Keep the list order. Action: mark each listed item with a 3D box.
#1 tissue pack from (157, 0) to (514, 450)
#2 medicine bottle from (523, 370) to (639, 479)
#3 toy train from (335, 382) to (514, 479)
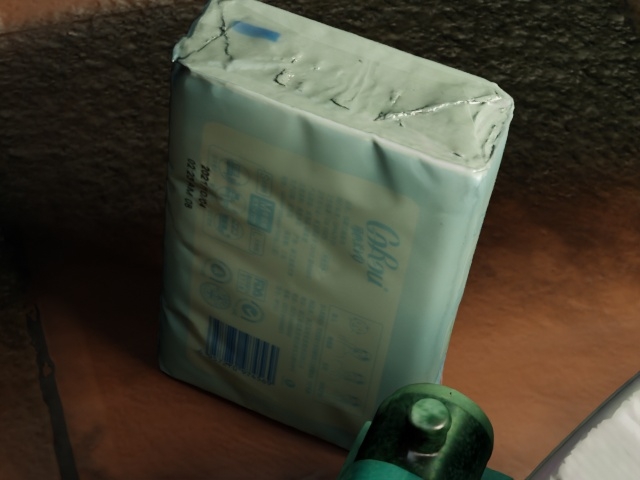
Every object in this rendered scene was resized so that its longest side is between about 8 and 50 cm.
[{"bbox_3d":[0.000,0.000,0.910,0.177,0.263,0.089,21,48,11],"label":"tissue pack"},{"bbox_3d":[0.252,0.233,0.723,0.395,0.242,0.242,44,58,14],"label":"medicine bottle"},{"bbox_3d":[0.011,0.207,0.783,0.120,0.194,0.298,20,50,13],"label":"toy train"}]
